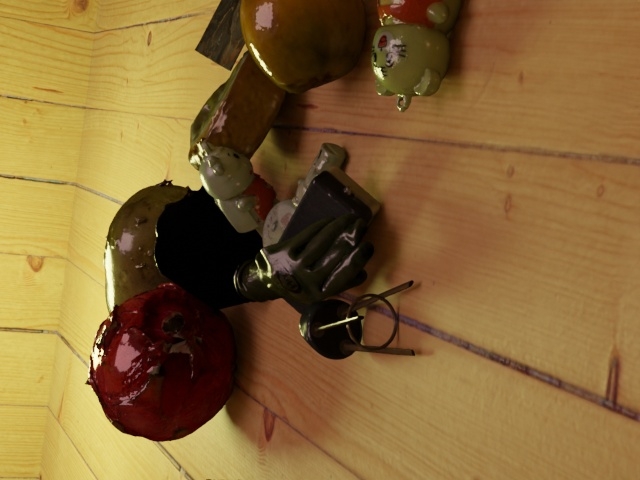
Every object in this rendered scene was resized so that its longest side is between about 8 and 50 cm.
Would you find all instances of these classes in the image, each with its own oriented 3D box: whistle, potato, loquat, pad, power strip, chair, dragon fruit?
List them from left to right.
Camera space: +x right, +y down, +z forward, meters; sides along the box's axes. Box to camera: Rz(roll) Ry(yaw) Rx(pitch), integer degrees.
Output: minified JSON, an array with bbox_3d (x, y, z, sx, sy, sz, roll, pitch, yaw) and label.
[{"bbox_3d":[-0.343,0.047,2.336,0.269,0.219,0.359,-67,-4,-51],"label":"potato"},{"bbox_3d":[-0.301,0.229,2.137,0.301,0.296,0.295,103,159,-50],"label":"dragon fruit"},{"bbox_3d":[-0.132,-0.074,1.931,0.106,0.253,0.101,-15,34,30],"label":"whistle"},{"bbox_3d":[-0.121,-0.501,2.102,0.367,0.007,0.247,-62,27,5],"label":"pad"},{"bbox_3d":[-0.033,-0.363,1.763,0.213,0.213,0.246,-25,76,62],"label":"loquat"},{"bbox_3d":[-0.025,-0.046,1.851,0.126,0.067,0.258,49,126,38],"label":"whistle"},{"bbox_3d":[0.000,0.000,1.732,0.105,0.070,0.256,40,134,11],"label":"power strip"},{"bbox_3d":[0.056,0.126,1.606,0.221,0.104,0.095,-13,103,61],"label":"chair"},{"bbox_3d":[0.131,-0.318,1.518,0.131,0.106,0.288,13,96,59],"label":"whistle"}]

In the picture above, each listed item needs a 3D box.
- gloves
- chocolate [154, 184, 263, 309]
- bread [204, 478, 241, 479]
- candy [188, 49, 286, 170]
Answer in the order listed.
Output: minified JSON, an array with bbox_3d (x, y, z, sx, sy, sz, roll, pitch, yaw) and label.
[{"bbox_3d":[-0.025,0.042,1.663,0.268,0.135,0.107,-25,39,41],"label":"gloves"},{"bbox_3d":[-0.191,-0.004,2.097,0.206,0.224,0.177,-56,3,4],"label":"chocolate"},{"bbox_3d":[-0.186,0.537,2.023,0.138,0.102,0.196,141,128,-61],"label":"bread"},{"bbox_3d":[-0.150,-0.232,2.036,0.260,0.118,0.260,-57,16,25],"label":"candy"}]
